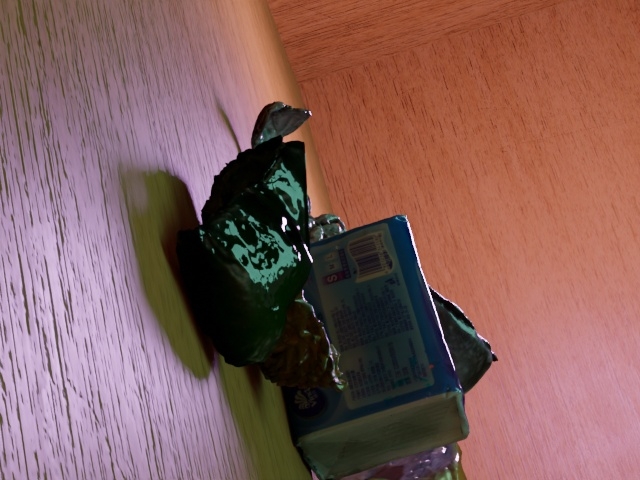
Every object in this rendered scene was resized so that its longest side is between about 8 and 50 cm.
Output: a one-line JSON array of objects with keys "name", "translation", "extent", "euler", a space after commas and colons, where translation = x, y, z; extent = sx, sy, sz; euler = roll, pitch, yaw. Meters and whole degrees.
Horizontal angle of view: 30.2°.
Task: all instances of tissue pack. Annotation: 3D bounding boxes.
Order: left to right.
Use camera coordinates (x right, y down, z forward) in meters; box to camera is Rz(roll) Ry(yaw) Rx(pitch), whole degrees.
[{"name": "tissue pack", "translation": [0.051, 0.127, 1.431], "extent": [0.146, 0.198, 0.263], "euler": [66, 7, -54]}]

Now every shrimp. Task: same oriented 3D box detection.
[{"name": "shrimp", "translation": [-0.002, 0.005, 1.681], "extent": [0.221, 0.166, 0.411], "euler": [-14, 72, -54]}]

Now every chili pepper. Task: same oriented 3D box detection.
[{"name": "chili pepper", "translation": [-0.053, 0.000, 1.051], "extent": [0.264, 0.116, 0.148], "euler": [-96, 172, -69]}]

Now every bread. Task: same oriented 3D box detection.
[{"name": "bread", "translation": [0.095, 0.316, 1.456], "extent": [0.211, 0.183, 0.224], "euler": [60, 11, -52]}]

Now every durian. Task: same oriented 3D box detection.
[{"name": "durian", "translation": [-0.041, 0.092, 1.226], "extent": [0.140, 0.078, 0.224], "euler": [61, -6, -7]}]

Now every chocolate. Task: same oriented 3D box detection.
[{"name": "chocolate", "translation": [0.110, 0.191, 1.953], "extent": [0.303, 0.213, 0.303], "euler": [33, -14, 9]}]

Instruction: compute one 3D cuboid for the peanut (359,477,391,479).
[{"name": "peanut", "translation": [0.071, 0.343, 1.230], "extent": [0.313, 0.149, 0.149], "euler": [71, 4, -46]}]
